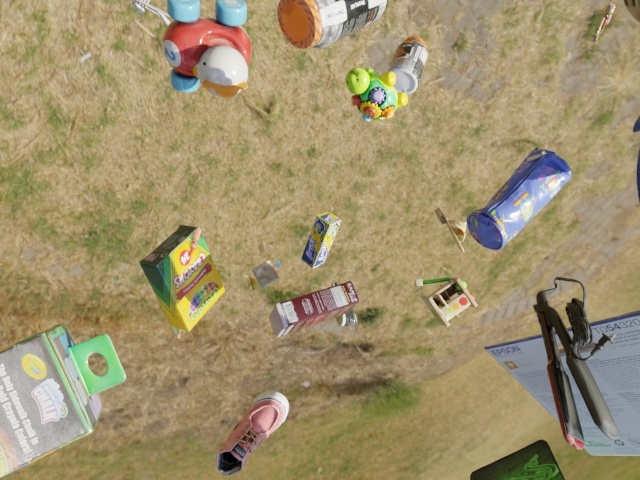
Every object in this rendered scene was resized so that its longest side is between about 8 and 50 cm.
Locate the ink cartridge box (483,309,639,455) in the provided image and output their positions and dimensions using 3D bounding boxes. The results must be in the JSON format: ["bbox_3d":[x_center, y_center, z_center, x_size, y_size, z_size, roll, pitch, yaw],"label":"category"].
[{"bbox_3d":[0.519,0.245,0.822,0.071,0.330,0.324,-49,-173,-35],"label":"ink cartridge box"}]

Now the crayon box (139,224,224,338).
[{"bbox_3d":[-0.419,0.138,1.505,0.202,0.081,0.319,-54,142,-44],"label":"crayon box"}]

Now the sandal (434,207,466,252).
[{"bbox_3d":[0.560,-0.063,1.958,0.079,0.240,0.088,-30,140,7],"label":"sandal"}]

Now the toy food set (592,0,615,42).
[{"bbox_3d":[0.748,-0.574,1.248,0.122,0.019,0.078,-67,159,2],"label":"toy food set"}]

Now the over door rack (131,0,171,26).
[{"bbox_3d":[-0.360,-0.729,1.411,0.108,0.324,0.240,62,51,-85],"label":"over door rack"}]

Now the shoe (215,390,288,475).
[{"bbox_3d":[-0.119,0.335,0.815,0.063,0.081,0.178,37,121,-3],"label":"shoe"}]

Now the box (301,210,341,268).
[{"bbox_3d":[0.000,0.000,1.404,0.059,0.054,0.169,-24,144,-47],"label":"box"}]

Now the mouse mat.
[{"bbox_3d":[0.383,0.489,0.907,0.007,0.153,0.189,31,121,-32],"label":"mouse mat"}]

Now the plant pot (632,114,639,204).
[{"bbox_3d":[0.808,-0.210,0.978,0.235,0.236,0.212,-26,100,-30],"label":"plant pot"}]

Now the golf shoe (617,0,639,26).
[{"bbox_3d":[0.251,-0.263,0.268,0.105,0.120,0.273,11,109,-9],"label":"golf shoe"}]

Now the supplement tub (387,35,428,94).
[{"bbox_3d":[0.301,-0.603,1.626,0.116,0.191,0.117,16,150,9],"label":"supplement tub"}]

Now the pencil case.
[{"bbox_3d":[0.513,-0.114,1.225,0.306,0.119,0.133,-42,129,-13],"label":"pencil case"}]

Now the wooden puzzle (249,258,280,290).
[{"bbox_3d":[-0.177,0.110,1.523,0.116,0.079,0.014,-22,175,-18],"label":"wooden puzzle"}]

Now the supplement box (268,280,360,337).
[{"bbox_3d":[-0.020,0.198,1.372,0.239,0.073,0.130,-14,160,-22],"label":"supplement box"}]

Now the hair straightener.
[{"bbox_3d":[0.324,0.133,0.589,0.047,0.231,0.089,35,131,-21],"label":"hair straightener"}]

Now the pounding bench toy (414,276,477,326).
[{"bbox_3d":[0.195,0.080,0.746,0.065,0.083,0.052,-35,178,-2],"label":"pounding bench toy"}]

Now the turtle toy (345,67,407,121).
[{"bbox_3d":[0.092,-0.265,0.864,0.130,0.095,0.066,45,61,-39],"label":"turtle toy"}]

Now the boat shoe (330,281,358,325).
[{"bbox_3d":[0.090,0.262,1.963,0.079,0.233,0.084,0,127,-18],"label":"boat shoe"}]

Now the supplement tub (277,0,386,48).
[{"bbox_3d":[0.035,-0.694,1.401,0.316,0.193,0.194,-40,144,-31],"label":"supplement tub"}]

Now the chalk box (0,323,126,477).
[{"bbox_3d":[-0.353,0.187,0.578,0.212,0.132,0.133,-23,93,-21],"label":"chalk box"}]

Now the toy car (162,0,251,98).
[{"bbox_3d":[-0.251,-0.406,1.092,0.210,0.238,0.219,-4,140,-18],"label":"toy car"}]
